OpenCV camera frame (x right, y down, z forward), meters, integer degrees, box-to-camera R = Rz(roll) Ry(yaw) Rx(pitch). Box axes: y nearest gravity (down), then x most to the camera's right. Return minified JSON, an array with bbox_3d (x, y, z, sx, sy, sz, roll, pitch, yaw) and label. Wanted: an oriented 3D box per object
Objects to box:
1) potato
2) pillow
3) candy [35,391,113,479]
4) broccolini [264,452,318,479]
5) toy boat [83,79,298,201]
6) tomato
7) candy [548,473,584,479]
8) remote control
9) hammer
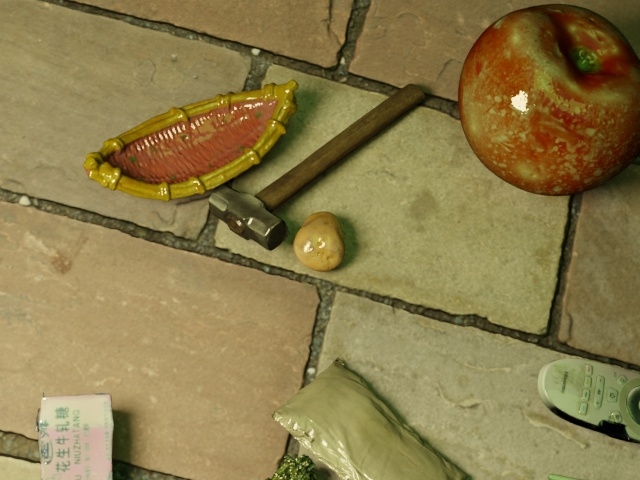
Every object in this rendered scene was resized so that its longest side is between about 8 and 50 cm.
[{"bbox_3d":[0.000,0.000,1.870,0.068,0.062,0.083,20,38,-14],"label":"potato"},{"bbox_3d":[0.060,0.253,1.731,0.230,0.050,0.148,44,41,13],"label":"pillow"},{"bbox_3d":[-0.290,0.262,1.669,0.092,0.073,0.160,1,60,-13],"label":"candy"},{"bbox_3d":[-0.100,0.338,1.678,0.239,0.051,0.054,-38,86,-18],"label":"broccolini"},{"bbox_3d":[-0.168,-0.129,1.891,0.318,0.099,0.141,-23,66,-23],"label":"toy boat"},{"bbox_3d":[0.313,-0.182,1.923,0.270,0.222,0.270,16,45,-17],"label":"tomato"},{"bbox_3d":[0.381,0.312,1.763,0.194,0.058,0.062,9,92,7],"label":"candy"},{"bbox_3d":[0.398,0.217,1.815,0.256,0.045,0.097,18,61,-2],"label":"remote control"},{"bbox_3d":[0.014,-0.117,1.934,0.111,0.043,0.365,32,56,32],"label":"hammer"}]
